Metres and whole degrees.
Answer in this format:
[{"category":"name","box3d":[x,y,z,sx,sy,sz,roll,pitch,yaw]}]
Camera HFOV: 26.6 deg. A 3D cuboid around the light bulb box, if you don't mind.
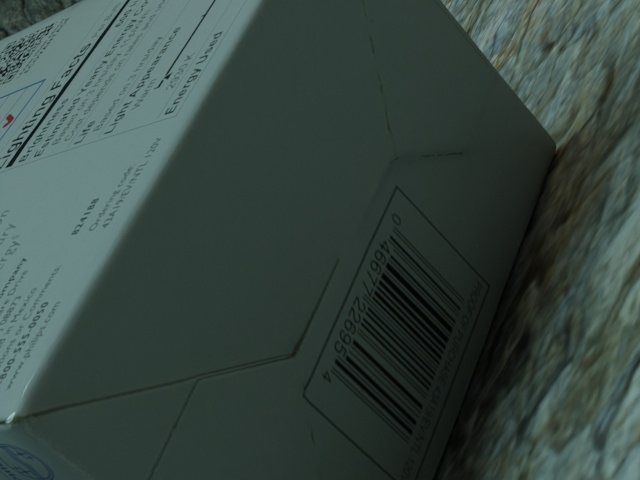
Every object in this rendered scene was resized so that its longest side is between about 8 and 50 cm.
[{"category":"light bulb box","box3d":[-0.112,0.034,0.777,0.361,0.225,0.358,-13,40,44]}]
